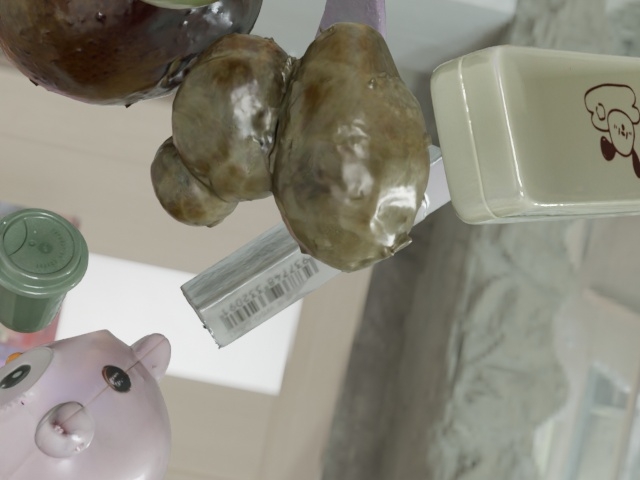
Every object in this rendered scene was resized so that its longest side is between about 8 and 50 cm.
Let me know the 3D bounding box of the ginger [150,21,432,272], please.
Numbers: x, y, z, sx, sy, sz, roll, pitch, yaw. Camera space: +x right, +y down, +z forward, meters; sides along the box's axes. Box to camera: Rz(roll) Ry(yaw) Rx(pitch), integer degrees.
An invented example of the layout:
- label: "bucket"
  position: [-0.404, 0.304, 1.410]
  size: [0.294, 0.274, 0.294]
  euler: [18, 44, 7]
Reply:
- label: "ginger"
  position: [-0.039, -0.101, 1.560]
  size: [0.155, 0.304, 0.244]
  euler: [-16, 112, -57]

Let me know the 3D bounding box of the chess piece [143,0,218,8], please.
- label: "chess piece"
  position: [-0.164, -0.345, 1.255]
  size: [0.442, 0.234, 0.234]
  euler: [16, 85, -79]

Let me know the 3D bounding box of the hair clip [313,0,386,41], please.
- label: "hair clip"
  position: [0.043, -0.331, 2.269]
  size: [0.095, 0.110, 0.358]
  euler: [-96, -169, -71]

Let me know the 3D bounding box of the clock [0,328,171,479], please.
- label: "clock"
  position: [-0.324, 0.278, 1.771]
  size: [0.377, 0.250, 0.368]
  euler: [-42, 180, 28]

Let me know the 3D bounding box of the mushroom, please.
- label: "mushroom"
  position: [-0.230, -0.333, 1.780]
  size: [0.331, 0.334, 0.356]
  euler: [-38, 115, -59]

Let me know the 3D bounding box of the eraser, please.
- label: "eraser"
  position: [-0.001, 0.000, 2.140]
  size: [0.082, 0.397, 0.213]
  euler: [59, -6, -15]

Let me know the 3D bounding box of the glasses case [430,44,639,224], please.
- label: "glasses case"
  position: [0.217, -0.085, 1.284]
  size: [0.070, 0.313, 0.131]
  euler: [-15, -98, 42]

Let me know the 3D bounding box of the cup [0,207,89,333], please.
- label: "cup"
  position: [-0.340, 0.042, 1.820]
  size: [0.141, 0.120, 0.120]
  euler: [120, -19, -49]
